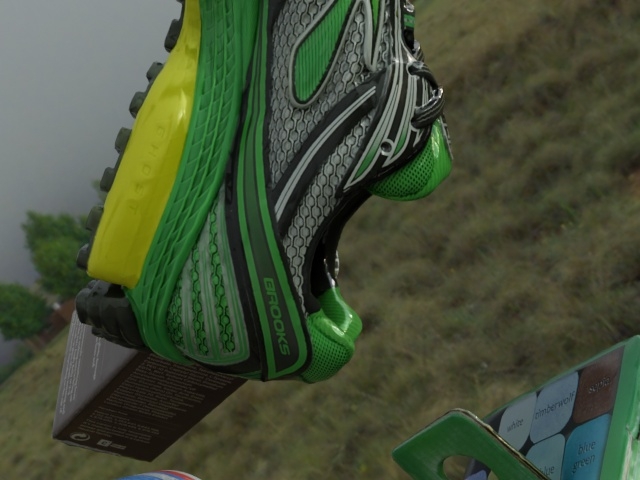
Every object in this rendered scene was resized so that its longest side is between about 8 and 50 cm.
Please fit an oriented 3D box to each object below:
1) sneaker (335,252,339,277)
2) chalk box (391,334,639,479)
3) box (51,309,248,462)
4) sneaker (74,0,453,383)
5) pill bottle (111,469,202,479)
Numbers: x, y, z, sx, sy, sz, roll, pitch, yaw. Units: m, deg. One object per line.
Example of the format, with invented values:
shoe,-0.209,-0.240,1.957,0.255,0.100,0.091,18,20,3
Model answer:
sneaker,0.000,0.000,0.671,0.031,0.083,0.035,0,15,4
chalk box,0.173,0.185,0.455,0.179,0.289,0.180,-67,7,-33
box,-0.158,0.081,0.956,0.381,0.143,0.191,-44,35,39
sneaker,0.007,-0.095,0.412,0.134,0.146,0.343,-18,-54,-80
pill bottle,-0.152,0.222,0.543,0.124,0.124,0.221,-41,-21,11
